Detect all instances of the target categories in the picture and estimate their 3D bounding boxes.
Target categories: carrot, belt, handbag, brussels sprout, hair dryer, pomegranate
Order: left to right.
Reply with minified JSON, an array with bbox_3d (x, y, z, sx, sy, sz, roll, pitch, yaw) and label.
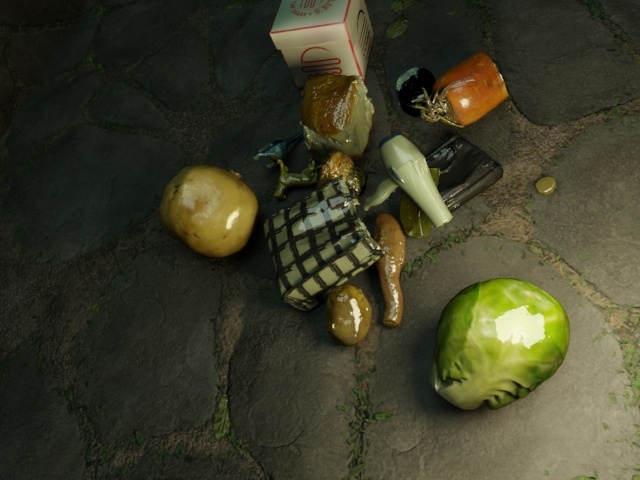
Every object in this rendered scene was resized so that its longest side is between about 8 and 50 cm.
[{"bbox_3d":[-0.365,-0.105,1.810,0.332,0.333,0.333,-10,55,14],"label":"pomegranate"},{"bbox_3d":[0.000,0.000,1.658,0.327,0.162,0.325,-35,49,20],"label":"handbag"},{"bbox_3d":[0.258,-0.125,1.575,0.118,0.298,0.296,-24,56,-32],"label":"hair dryer"},{"bbox_3d":[0.353,-0.546,1.973,0.151,0.078,0.199,-15,57,16],"label":"belt"},{"bbox_3d":[0.414,-0.216,1.734,0.275,0.088,0.244,-36,49,-3],"label":"handbag"},{"bbox_3d":[0.486,-0.492,1.812,0.331,0.193,0.214,-31,12,1],"label":"carrot"},{"bbox_3d":[0.421,0.252,1.304,0.281,0.289,0.355,41,101,25],"label":"brussels sprout"}]

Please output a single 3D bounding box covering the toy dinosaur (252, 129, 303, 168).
[{"bbox_3d":[-0.168,-0.331,1.976,0.076,0.363,0.147,48,124,0],"label":"toy dinosaur"}]

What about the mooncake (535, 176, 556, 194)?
[{"bbox_3d":[0.823,-0.183,1.573,0.346,0.057,0.150,12,76,23],"label":"mooncake"}]

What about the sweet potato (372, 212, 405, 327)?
[{"bbox_3d":[0.207,0.067,1.610,0.109,0.109,0.386,-10,55,14],"label":"sweet potato"}]

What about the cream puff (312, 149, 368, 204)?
[{"bbox_3d":[0.080,-0.192,1.811,0.168,0.183,0.183,26,68,5],"label":"cream puff"}]

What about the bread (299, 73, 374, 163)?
[{"bbox_3d":[0.049,-0.422,1.915,0.250,0.225,0.279,7,71,31],"label":"bread"}]

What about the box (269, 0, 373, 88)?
[{"bbox_3d":[0.020,-0.829,2.143,0.312,0.300,0.315,1,59,21],"label":"box"}]

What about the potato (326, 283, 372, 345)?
[{"bbox_3d":[0.079,0.216,1.551,0.137,0.137,0.176,-2,79,19],"label":"potato"}]

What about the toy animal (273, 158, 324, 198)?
[{"bbox_3d":[-0.078,-0.220,1.935,0.181,0.073,0.136,-2,65,4],"label":"toy animal"}]

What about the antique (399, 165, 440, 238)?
[{"bbox_3d":[0.298,-0.117,1.640,0.081,0.080,0.221,17,106,48],"label":"antique"}]
